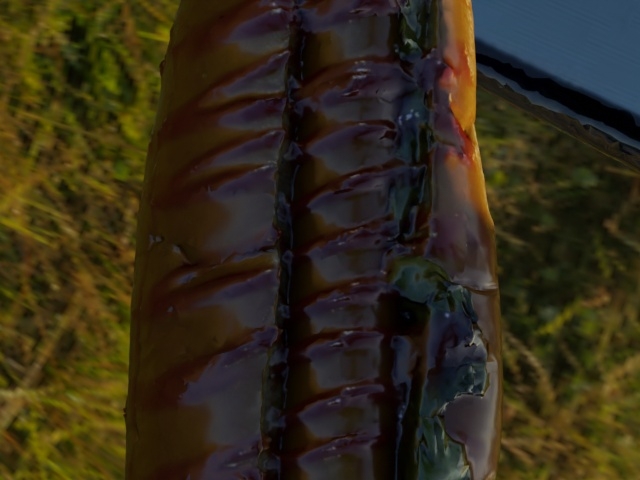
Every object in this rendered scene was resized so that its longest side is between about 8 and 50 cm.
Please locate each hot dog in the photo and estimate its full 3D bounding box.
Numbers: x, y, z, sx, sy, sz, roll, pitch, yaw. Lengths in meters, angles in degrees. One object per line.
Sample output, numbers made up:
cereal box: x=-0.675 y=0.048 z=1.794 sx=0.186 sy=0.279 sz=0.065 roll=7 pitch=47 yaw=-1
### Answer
hot dog: x=0.000 y=-0.001 z=0.326 sx=0.062 sy=0.038 sz=0.144 roll=3 pitch=75 yaw=3

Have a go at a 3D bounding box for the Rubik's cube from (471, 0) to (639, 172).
Rubik's cube: x=0.114 y=-0.170 z=0.711 sx=0.250 sy=0.246 sz=0.248 roll=25 pitch=101 yaw=-14
